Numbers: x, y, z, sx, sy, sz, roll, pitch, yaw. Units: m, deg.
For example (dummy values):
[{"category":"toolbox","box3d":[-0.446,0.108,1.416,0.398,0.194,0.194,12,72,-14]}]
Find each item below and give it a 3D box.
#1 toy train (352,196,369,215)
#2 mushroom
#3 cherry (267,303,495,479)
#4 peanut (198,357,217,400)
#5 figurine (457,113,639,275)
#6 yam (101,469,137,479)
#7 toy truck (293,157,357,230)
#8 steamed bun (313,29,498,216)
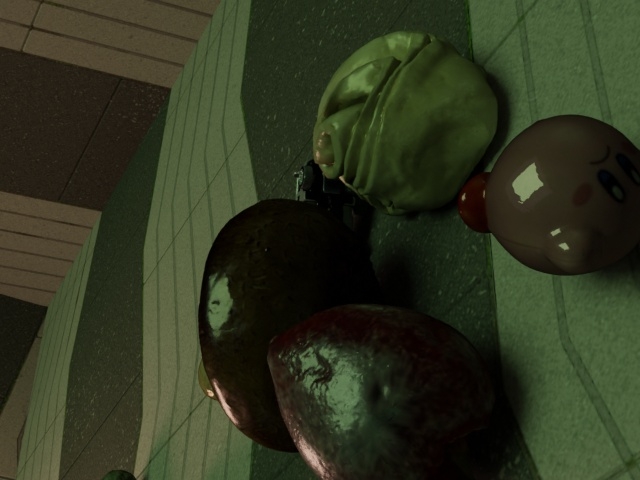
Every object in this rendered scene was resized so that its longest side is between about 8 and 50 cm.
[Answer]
[{"category":"toy train","box3d":[0.078,-0.085,1.491,0.092,0.029,0.045,-56,35,27]},{"category":"mushroom","box3d":[-0.032,0.106,1.251,0.239,0.345,0.345,-29,38,14]},{"category":"cherry","box3d":[0.070,0.185,1.041,0.230,0.300,0.203,-65,-21,10]},{"category":"peanut","box3d":[-0.183,0.208,1.755,0.104,0.085,0.228,-33,41,40]},{"category":"figurine","box3d":[0.254,-0.044,0.919,0.173,0.173,0.173,-46,33,43]},{"category":"yam","box3d":[-0.443,0.637,1.936,0.133,0.133,0.330,-55,25,30]},{"category":"toy truck","box3d":[0.000,0.000,1.466,0.124,0.114,0.253,152,122,-70]},{"category":"steamed bun","box3d":[0.095,-0.179,1.310,0.276,0.203,0.289,-58,26,27]}]
